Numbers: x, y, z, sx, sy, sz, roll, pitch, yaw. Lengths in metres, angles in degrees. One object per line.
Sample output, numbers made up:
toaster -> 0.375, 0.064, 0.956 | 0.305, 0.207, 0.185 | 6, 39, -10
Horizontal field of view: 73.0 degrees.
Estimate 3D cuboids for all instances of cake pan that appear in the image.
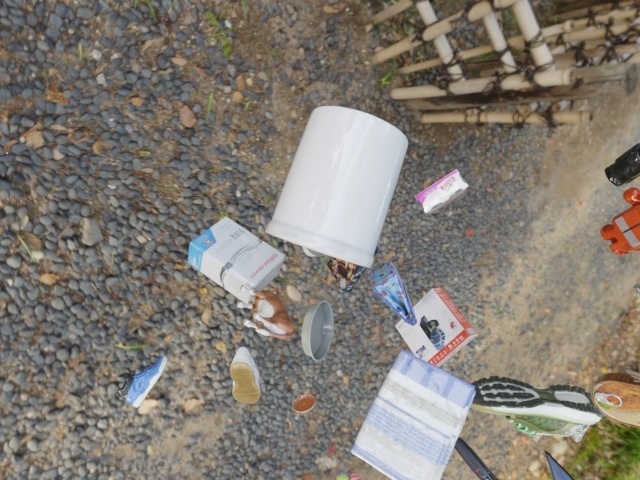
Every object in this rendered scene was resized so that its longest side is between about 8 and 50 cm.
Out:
cake pan -> -0.013, 0.434, 2.097 | 0.293, 0.054, 0.292 | 3, 90, -66

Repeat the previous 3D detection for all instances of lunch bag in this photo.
lunch bag -> 0.370, 0.274, 2.086 | 0.138, 0.221, 0.293 | -32, 100, 8

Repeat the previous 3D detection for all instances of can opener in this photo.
can opener -> 0.379, 0.547, 1.022 | 0.073, 0.186, 0.059 | -42, 142, 4

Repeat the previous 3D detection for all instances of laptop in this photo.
laptop -> 0.752, 0.851, 1.336 | 0.264, 0.137, 0.234 | -40, 114, -38

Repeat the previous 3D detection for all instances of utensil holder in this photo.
utensil holder -> 0.056, -0.149, 1.269 | 0.328, 0.328, 0.384 | 21, 88, -37

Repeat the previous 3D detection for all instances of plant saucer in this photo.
plant saucer -> -0.057, 0.584, 1.545 | 0.084, 0.084, 0.013 | -27, 115, -29

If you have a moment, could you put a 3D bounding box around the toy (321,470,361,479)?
toy -> 0.097, 0.779, 1.391 | 0.137, 0.237, 0.056 | 19, 70, -36

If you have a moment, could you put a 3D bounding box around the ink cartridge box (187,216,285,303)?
ink cartridge box -> -0.335, 0.075, 1.730 | 0.223, 0.308, 0.128 | -46, 165, -47

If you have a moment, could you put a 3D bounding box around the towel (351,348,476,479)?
towel -> 0.224, 0.433, 1.035 | 0.284, 0.210, 0.034 | -60, 161, -15

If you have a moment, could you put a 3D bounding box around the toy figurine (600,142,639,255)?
toy figurine -> 0.528, -0.054, 0.600 | 0.210, 0.148, 0.212 | 28, 59, -1

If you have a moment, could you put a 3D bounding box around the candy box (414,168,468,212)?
candy box -> 0.417, -0.161, 1.487 | 0.159, 0.233, 0.071 | -34, 83, 15

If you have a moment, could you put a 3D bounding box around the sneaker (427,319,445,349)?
sneaker -> 0.403, 0.329, 1.473 | 0.052, 0.135, 0.058 | -20, 115, 16

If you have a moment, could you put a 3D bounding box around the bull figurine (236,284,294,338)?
bull figurine -> -0.199, 0.249, 1.576 | 0.189, 0.310, 0.101 | 17, 103, -31

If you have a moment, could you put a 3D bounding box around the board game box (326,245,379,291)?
board game box -> 0.127, 0.067, 1.761 | 0.042, 0.165, 0.243 | 5, 128, -36

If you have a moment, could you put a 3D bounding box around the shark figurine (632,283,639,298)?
shark figurine -> 1.069, 0.198, 1.297 | 0.116, 0.278, 0.166 | -42, 132, 16

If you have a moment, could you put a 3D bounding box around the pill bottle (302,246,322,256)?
pill bottle -> 0.000, 0.000, 1.625 | 0.108, 0.180, 0.107 | 8, 69, -22

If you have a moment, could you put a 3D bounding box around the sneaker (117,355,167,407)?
sneaker -> -0.509, 0.384, 1.226 | 0.085, 0.058, 0.152 | 37, 69, -14

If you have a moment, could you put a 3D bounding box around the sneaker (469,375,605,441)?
sneaker -> 0.646, 0.549, 1.339 | 0.411, 0.158, 0.181 | 6, 107, 8

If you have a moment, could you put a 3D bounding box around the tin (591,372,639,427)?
tin -> 0.627, 0.312, 0.822 | 0.040, 0.190, 0.106 | -28, 108, -38

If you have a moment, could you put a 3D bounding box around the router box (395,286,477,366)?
router box -> 0.584, 0.461, 2.228 | 0.082, 0.301, 0.335 | 0, 135, -42

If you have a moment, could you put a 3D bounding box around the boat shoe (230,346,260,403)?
boat shoe -> -0.256, 0.473, 1.509 | 0.098, 0.096, 0.276 | 3, 132, -2
